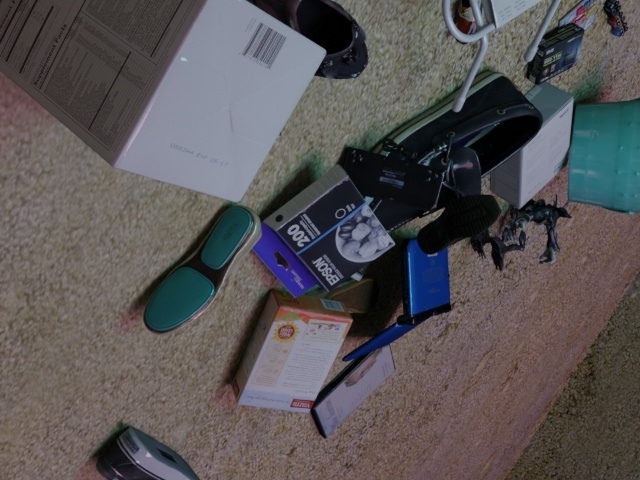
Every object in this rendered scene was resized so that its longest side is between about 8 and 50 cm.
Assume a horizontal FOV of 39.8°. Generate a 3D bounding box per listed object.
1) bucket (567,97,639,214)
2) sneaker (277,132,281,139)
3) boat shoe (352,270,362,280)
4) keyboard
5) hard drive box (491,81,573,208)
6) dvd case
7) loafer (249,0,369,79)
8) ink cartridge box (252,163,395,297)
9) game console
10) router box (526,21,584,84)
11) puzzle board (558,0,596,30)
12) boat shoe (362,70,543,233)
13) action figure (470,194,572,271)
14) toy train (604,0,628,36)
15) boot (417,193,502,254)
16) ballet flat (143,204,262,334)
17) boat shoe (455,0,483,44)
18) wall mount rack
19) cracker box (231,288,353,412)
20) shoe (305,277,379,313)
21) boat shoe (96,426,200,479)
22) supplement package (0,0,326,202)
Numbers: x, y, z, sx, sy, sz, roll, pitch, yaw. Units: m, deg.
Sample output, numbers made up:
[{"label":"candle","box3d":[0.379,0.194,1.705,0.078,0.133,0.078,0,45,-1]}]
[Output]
[{"label":"bucket","box3d":[0.696,-0.204,2.115,0.281,0.183,0.281,6,90,-71]},{"label":"sneaker","box3d":[-0.070,-0.202,1.313,0.067,0.042,0.118,-44,147,-6]},{"label":"boat shoe","box3d":[0.053,0.041,1.732,0.040,0.049,0.142,-52,148,0]},{"label":"keyboard","box3d":[0.129,-0.122,1.560,0.023,0.180,0.108,-104,-152,-77]},{"label":"hard drive box","box3d":[0.474,-0.212,1.992,0.181,0.089,0.232,-41,149,-18]},{"label":"dvd case","box3d":[0.080,0.350,2.122,0.253,0.022,0.180,-41,148,-17]},{"label":"loafer","box3d":[0.000,-0.292,1.257,0.109,0.095,0.302,-54,150,5]},{"label":"ink cartridge box","box3d":[0.000,0.000,1.528,0.208,0.045,0.206,-36,135,3]},{"label":"game console","box3d":[0.165,0.122,1.923,0.293,0.173,0.250,-4,91,-67]},{"label":"router box","box3d":[0.495,-0.394,1.865,0.122,0.038,0.092,-30,143,-22]},{"label":"puzzle board","box3d":[0.554,-0.470,1.904,0.128,0.011,0.096,-41,148,-17]},{"label":"boat shoe","box3d":[0.227,-0.138,1.676,0.500,0.156,0.187,-38,149,-19]},{"label":"action figure","box3d":[0.506,-0.018,2.183,0.276,0.164,0.141,-24,120,-25]},{"label":"toy train","box3d":[0.672,-0.503,2.013,0.036,0.027,0.158,-52,150,6]},{"label":"boot","box3d":[0.289,-0.047,1.670,0.137,0.076,0.198,-20,175,-42]},{"label":"ballet flat","box3d":[-0.181,0.053,1.406,0.248,0.086,0.086,-49,150,-7]},{"label":"boat shoe","box3d":[0.261,-0.408,1.537,0.043,0.049,0.137,-6,124,-45]},{"label":"wall mount rack","box3d":[0.295,-0.389,1.454,0.350,0.130,0.304,-35,121,-26]},{"label":"cracker box","box3d":[-0.057,0.214,1.688,0.156,0.067,0.232,13,115,-26]},{"label":"shoe","box3d":[0.049,0.112,1.804,0.219,0.058,0.076,-5,106,-56]},{"label":"boat shoe","box3d":[-0.300,0.446,1.623,0.105,0.113,0.306,-41,146,-5]},{"label":"supplement package","box3d":[-0.180,-0.203,0.943,0.198,0.263,0.199,-58,149,10]}]
